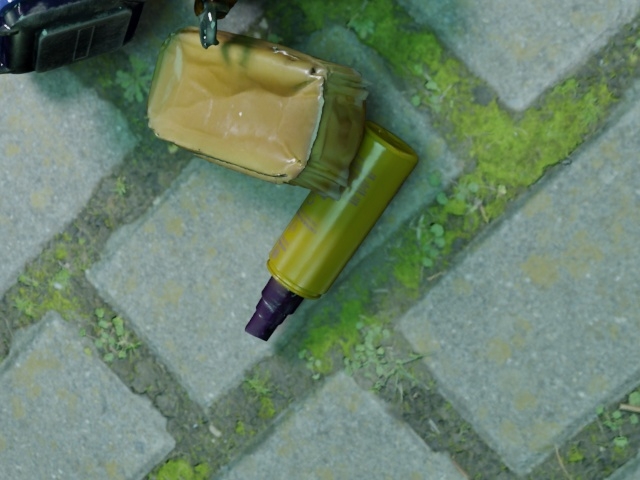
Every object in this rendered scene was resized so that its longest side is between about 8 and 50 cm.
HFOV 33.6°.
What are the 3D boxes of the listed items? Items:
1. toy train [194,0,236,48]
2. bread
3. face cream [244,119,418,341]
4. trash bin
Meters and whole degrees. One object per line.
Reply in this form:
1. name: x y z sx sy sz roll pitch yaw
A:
1. toy train: -0.055 -0.399 1.044 0.249 0.178 0.429 4 89 -13
2. bread: -0.067 -0.138 1.108 0.241 0.107 0.136 20 97 35
3. face cream: 0.000 0.000 1.153 0.078 0.078 0.273 37 107 9
4. trash bin: -0.303 -0.304 1.100 0.184 0.162 0.234 -22 84 -22
